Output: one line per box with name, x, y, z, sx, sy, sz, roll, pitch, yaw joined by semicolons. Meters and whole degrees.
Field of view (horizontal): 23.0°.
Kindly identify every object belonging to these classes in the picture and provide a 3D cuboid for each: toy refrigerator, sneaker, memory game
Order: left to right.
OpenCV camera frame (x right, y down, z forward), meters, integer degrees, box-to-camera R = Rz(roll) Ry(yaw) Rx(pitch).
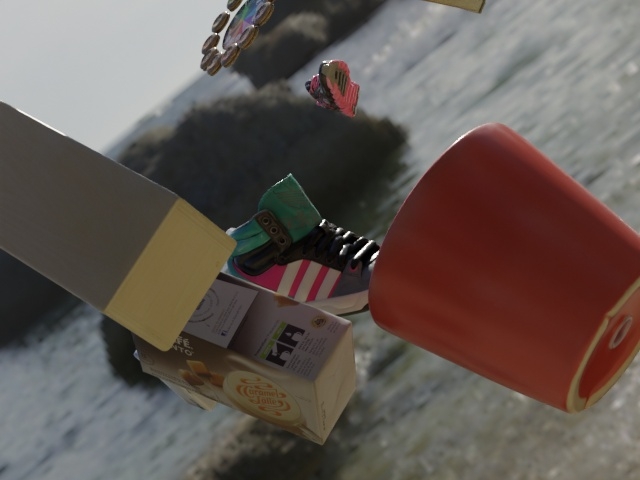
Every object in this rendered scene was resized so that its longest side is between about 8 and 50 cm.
toy refrigerator;-0.199;-0.020;1.237;0.269;0.094;0.102;27;81;38
memory game;-0.111;-0.307;2.182;0.186;0.012;0.186;-42;28;29
sneaker;0.000;0.000;1.995;0.296;0.178;0.124;-12;13;26
sneaker;0.007;-0.170;1.748;0.119;0.057;0.047;53;-129;-71

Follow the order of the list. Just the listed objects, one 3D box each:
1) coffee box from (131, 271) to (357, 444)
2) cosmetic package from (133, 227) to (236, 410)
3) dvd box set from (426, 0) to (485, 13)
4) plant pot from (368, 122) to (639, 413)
coffee box;-0.090;0.124;1.827;0.098;0.247;0.141;-57;-22;-32
cosmetic package;-0.141;0.109;2.193;0.231;0.117;0.085;-52;28;-15
dvd box set;-0.019;-0.402;1.477;0.062;0.421;0.307;-131;51;-74
plant pot;0.228;0.044;1.710;0.275;0.243;0.275;-42;-28;-30
